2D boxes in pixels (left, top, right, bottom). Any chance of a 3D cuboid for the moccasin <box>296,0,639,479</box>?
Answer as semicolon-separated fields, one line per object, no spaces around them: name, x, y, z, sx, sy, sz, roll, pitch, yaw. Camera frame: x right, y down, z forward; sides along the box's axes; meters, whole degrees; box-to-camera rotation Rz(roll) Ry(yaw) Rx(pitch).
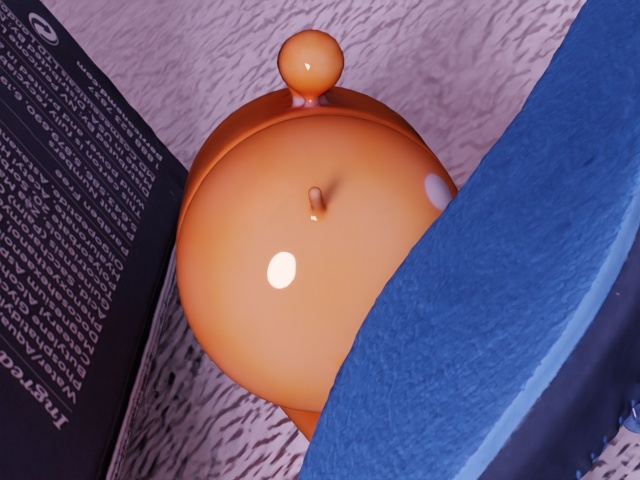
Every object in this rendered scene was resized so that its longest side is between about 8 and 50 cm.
moccasin;0.121;0.010;0.593;0.342;0.117;0.137;-53;26;-18

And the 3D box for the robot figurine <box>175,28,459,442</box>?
robot figurine;0.001;0.002;0.708;0.158;0.128;0.219;-56;9;8

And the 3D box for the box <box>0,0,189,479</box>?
box;-0.346;0.100;0.782;0.480;0.297;0.472;-35;20;17
